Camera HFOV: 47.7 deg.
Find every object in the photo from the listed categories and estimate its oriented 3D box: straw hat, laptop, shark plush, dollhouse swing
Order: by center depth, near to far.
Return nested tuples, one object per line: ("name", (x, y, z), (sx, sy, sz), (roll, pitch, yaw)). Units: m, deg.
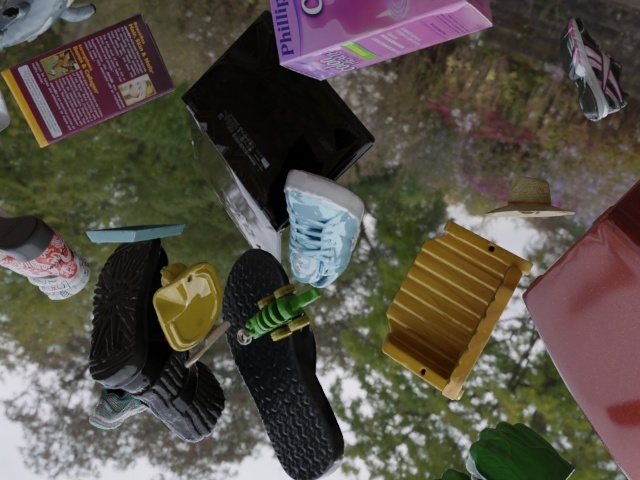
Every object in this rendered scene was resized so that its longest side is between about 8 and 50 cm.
("shark plush", (-0.298, -0.228, 0.706), (0.073, 0.161, 0.067), (62, 174, -17))
("straw hat", (0.333, -0.071, 1.153), (0.144, 0.061, 0.144), (0, 179, 0))
("laptop", (-0.102, -0.182, 1.540), (0.382, 0.408, 0.236), (53, -164, 20))
("dollhouse swing", (0.272, 0.144, 1.607), (0.315, 0.347, 0.305), (31, -173, 28))

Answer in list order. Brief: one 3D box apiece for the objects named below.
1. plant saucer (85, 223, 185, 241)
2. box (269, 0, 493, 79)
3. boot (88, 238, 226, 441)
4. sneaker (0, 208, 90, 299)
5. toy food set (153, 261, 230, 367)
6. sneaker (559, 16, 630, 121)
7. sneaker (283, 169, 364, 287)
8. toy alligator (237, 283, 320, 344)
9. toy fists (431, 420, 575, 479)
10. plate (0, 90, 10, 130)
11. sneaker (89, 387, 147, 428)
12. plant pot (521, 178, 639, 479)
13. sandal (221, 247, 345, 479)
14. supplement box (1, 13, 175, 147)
("plant saucer", (-0.248, -0.011, 0.995), (0.067, 0.018, 0.192), (0, -175, 9))
("box", (0.062, -0.340, 0.884), (0.242, 0.214, 0.117), (-11, 176, 29))
("boot", (-0.288, 0.172, 1.329), (0.260, 0.131, 0.348), (46, -149, -42))
("sneaker", (-0.474, 0.020, 1.140), (0.270, 0.090, 0.145), (10, 147, 39))
("toy food set", (-0.227, 0.108, 1.187), (0.071, 0.218, 0.128), (27, -122, 23))
("sneaker", (0.466, -0.293, 1.228), (0.077, 0.178, 0.072), (-17, 177, -5))
("sneaker", (0.000, 0.000, 1.291), (0.135, 0.150, 0.366), (15, 165, 15))
("toy alligator", (-0.072, 0.107, 0.955), (0.051, 0.189, 0.056), (-13, -105, -46))
("toy fists", (0.260, 0.394, 1.123), (0.279, 0.096, 0.142), (-34, -120, -27))
("plate", (-0.564, -0.235, 0.979), (0.045, 0.278, 0.277), (2, -149, 18))
("sneaker", (-0.353, 0.279, 1.325), (0.064, 0.076, 0.166), (18, -164, 11))
("plant pot", (0.376, 0.054, 0.741), (0.267, 0.267, 0.236), (-36, -105, -31))
("sandal", (-0.070, 0.231, 1.374), (0.107, 0.167, 0.446), (10, -124, -58))
("supplement box", (-0.298, -0.207, 0.940), (0.188, 0.104, 0.081), (-27, -162, -12))
